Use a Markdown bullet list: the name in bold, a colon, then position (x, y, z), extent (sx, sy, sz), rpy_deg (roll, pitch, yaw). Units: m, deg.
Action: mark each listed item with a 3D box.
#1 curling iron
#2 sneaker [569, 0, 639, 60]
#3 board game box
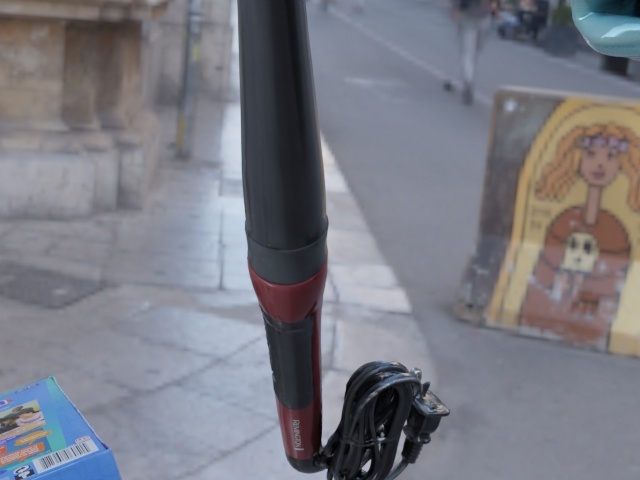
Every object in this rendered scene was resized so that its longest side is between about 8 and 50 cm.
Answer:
- **curling iron**: position (0.000, 0.000, 0.461), extent (0.068, 0.274, 0.035), rpy_deg (-24, 42, -13)
- **sneaker**: position (0.184, -0.126, 0.458), extent (0.122, 0.110, 0.283), rpy_deg (-7, -15, -16)
- **board game box**: position (-0.205, 0.142, 0.720), extent (0.160, 0.047, 0.210), rpy_deg (-20, 11, -17)
